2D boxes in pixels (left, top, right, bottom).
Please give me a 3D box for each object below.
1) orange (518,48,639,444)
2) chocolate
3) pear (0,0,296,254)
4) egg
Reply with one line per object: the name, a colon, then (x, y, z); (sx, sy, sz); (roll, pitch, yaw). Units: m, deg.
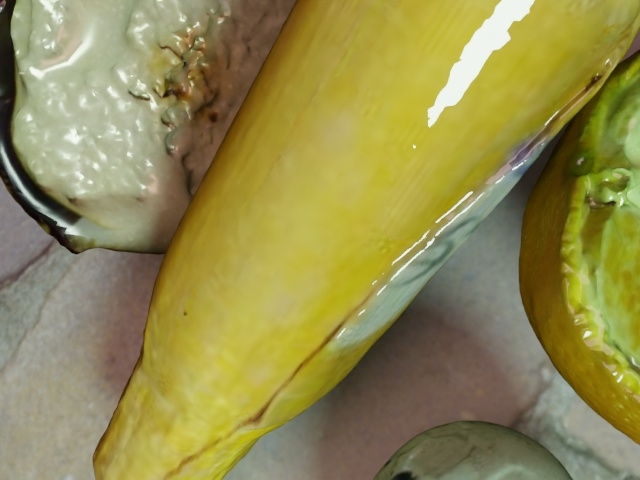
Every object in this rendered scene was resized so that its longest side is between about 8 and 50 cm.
orange: (0.201, -0.005, 0.475); (0.179, 0.158, 0.237); (28, 82, -15)
chocolate: (0.000, 0.000, 0.517); (0.162, 0.162, 0.445); (44, 117, 23)
pear: (-0.129, -0.118, 0.630); (0.178, 0.267, 0.266); (18, 81, 54)
egg: (0.071, 0.176, 0.496); (0.164, 0.131, 0.131); (-37, 67, 10)
